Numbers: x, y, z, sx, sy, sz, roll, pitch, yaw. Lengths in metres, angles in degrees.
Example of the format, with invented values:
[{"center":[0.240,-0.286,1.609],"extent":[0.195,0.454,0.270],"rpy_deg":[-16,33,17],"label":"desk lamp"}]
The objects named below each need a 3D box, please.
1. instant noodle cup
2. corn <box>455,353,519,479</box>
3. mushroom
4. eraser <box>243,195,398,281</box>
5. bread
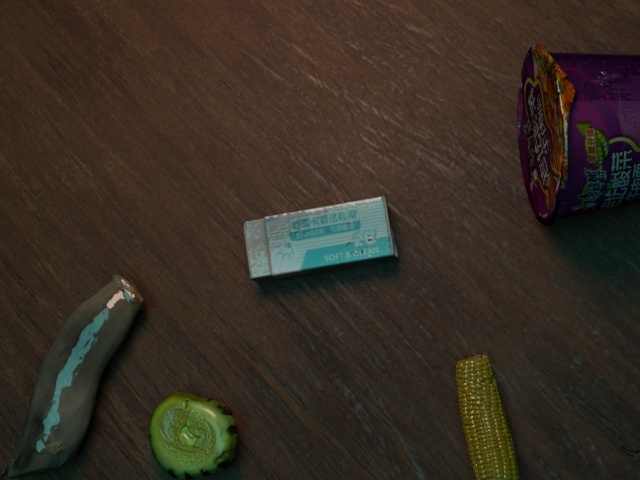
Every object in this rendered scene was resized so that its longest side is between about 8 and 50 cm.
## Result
[{"center":[0.393,-0.151,1.136],"extent":[0.190,0.251,0.251],"rpy_deg":[-5,79,1],"label":"instant noodle cup"},{"center":[0.235,0.264,1.167],"extent":[0.067,0.067,0.206],"rpy_deg":[-12,77,8],"label":"corn"},{"center":[-0.383,0.212,1.282],"extent":[0.109,0.097,0.351],"rpy_deg":[22,82,13],"label":"mushroom"},{"center":[0.000,0.000,1.269],"extent":[0.225,0.052,0.096],"rpy_deg":[-10,80,9],"label":"eraser"},{"center":[-0.189,0.293,1.241],"extent":[0.139,0.071,0.130],"rpy_deg":[-8,75,11],"label":"bread"}]
